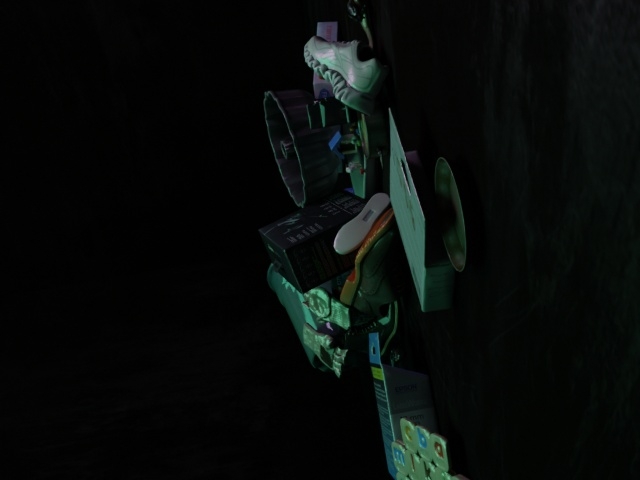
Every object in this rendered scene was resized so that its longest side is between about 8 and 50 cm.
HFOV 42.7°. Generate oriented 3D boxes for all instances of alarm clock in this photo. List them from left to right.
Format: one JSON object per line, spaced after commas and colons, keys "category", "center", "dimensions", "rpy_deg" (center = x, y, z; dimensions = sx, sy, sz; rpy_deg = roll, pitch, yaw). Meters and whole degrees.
{"category": "alarm clock", "center": [0.120, -0.229, 1.765], "dimensions": [0.129, 0.064, 0.192], "rpy_deg": [84, 178, -53]}

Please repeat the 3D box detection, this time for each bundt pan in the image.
{"category": "bundt pan", "center": [-0.043, -0.260, 2.217], "dimensions": [0.331, 0.124, 0.331], "rpy_deg": [163, 90, -79]}

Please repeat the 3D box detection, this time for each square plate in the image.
{"category": "square plate", "center": [0.106, -0.244, 2.184], "dimensions": [0.347, 0.049, 0.344], "rpy_deg": [84, 176, -54]}

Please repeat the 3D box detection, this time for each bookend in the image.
{"category": "bookend", "center": [0.027, -0.302, 1.904], "dimensions": [0.156, 0.157, 0.072], "rpy_deg": [-24, -74, -61]}

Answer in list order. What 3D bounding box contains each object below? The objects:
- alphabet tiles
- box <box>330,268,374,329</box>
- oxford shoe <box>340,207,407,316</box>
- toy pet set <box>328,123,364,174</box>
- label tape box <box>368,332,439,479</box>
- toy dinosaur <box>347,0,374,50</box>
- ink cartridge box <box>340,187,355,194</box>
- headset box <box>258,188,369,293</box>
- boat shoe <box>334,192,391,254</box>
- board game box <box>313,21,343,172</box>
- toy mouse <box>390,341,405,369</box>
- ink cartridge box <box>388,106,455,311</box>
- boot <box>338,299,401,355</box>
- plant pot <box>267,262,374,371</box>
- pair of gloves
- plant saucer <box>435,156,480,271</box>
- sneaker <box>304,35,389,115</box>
{"category": "alphabet tiles", "center": [0.227, 0.500, 1.631], "dimensions": [0.284, 0.021, 0.278], "rpy_deg": [9, 111, 66]}
{"category": "box", "center": [0.109, 0.120, 2.253], "dimensions": [0.044, 0.159, 0.233], "rpy_deg": [-109, 10, -74]}
{"category": "oxford shoe", "center": [0.152, 0.055, 1.883], "dimensions": [0.130, 0.132, 0.364], "rpy_deg": [-54, -10, -32]}
{"category": "toy pet set", "center": [0.060, -0.230, 2.006], "dimensions": [0.114, 0.065, 0.122], "rpy_deg": [-109, 11, -61]}
{"category": "label tape box", "center": [0.196, 0.381, 1.915], "dimensions": [0.249, 0.115, 0.348], "rpy_deg": [107, 155, -82]}
{"category": "toy dinosaur", "center": [0.080, -0.506, 1.743], "dimensions": [0.118, 0.064, 0.268], "rpy_deg": [41, -145, -89]}
{"category": "ink cartridge box", "center": [0.109, -0.047, 2.736], "dimensions": [0.311, 0.065, 0.186], "rpy_deg": [90, 170, -65]}
{"category": "headset box", "center": [0.000, 0.000, 2.093], "dimensions": [0.131, 0.283, 0.246], "rpy_deg": [68, 166, -19]}
{"category": "boat shoe", "center": [0.102, -0.032, 1.936], "dimensions": [0.066, 0.184, 0.063], "rpy_deg": [27, 160, 27]}
{"category": "board game box", "center": [0.029, -0.419, 2.394], "dimensions": [0.318, 0.066, 0.319], "rpy_deg": [83, -173, -45]}
{"category": "toy mouse", "center": [0.208, 0.310, 2.213], "dimensions": [0.161, 0.031, 0.143], "rpy_deg": [85, 174, -59]}
{"category": "ink cartridge box", "center": [0.171, -0.057, 1.396], "dimensions": [0.239, 0.060, 0.275], "rpy_deg": [85, 175, -49]}
{"category": "boot", "center": [0.130, 0.223, 2.136], "dimensions": [0.077, 0.137, 0.198], "rpy_deg": [-99, 16, -57]}
{"category": "plant pot", "center": [0.039, 0.205, 2.543], "dimensions": [0.341, 0.341, 0.334], "rpy_deg": [84, 168, -54]}
{"category": "pair of gloves", "center": [0.011, 0.242, 2.274], "dimensions": [0.204, 0.042, 0.240], "rpy_deg": [36, 133, 41]}
{"category": "plant saucer", "center": [0.199, -0.039, 1.185], "dimensions": [0.168, 0.029, 0.168], "rpy_deg": [171, 90, -87]}
{"category": "sneaker", "center": [0.058, -0.375, 1.733], "dimensions": [0.118, 0.110, 0.292], "rpy_deg": [-59, 39, 21]}
